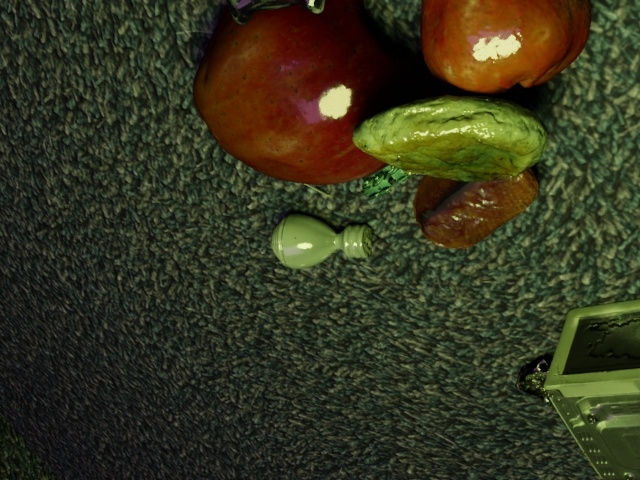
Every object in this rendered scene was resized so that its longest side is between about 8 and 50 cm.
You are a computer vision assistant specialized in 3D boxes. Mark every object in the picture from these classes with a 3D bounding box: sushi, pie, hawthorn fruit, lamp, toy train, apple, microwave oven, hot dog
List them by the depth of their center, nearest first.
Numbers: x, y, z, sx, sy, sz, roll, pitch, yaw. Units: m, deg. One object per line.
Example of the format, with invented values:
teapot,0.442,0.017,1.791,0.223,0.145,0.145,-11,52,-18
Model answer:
hawthorn fruit,0.231,-0.319,1.188,0.224,0.224,0.260,-4,107,34
pie,0.180,-0.133,1.274,0.277,0.078,0.277,-1,169,0
apple,-0.024,-0.250,1.464,0.365,0.295,0.328,-16,83,39
hot dog,0.252,-0.078,1.474,0.160,0.099,0.227,43,136,-13
microwave oven,0.593,0.250,1.494,0.355,0.218,0.286,-13,121,39
toy train,0.124,-0.117,1.536,0.038,0.071,0.148,44,137,-16
lamp,0.000,0.000,1.711,0.193,0.106,0.106,-2,129,19
sushi,0.431,0.263,1.731,0.085,0.056,0.083,35,131,-1

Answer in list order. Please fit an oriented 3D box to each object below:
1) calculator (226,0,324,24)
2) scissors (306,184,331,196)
calculator,-0.075,-0.447,1.283,0.177,0.040,0.268,-4,95,22
scissors,-0.063,-0.123,1.659,0.189,0.100,0.015,26,98,-13
